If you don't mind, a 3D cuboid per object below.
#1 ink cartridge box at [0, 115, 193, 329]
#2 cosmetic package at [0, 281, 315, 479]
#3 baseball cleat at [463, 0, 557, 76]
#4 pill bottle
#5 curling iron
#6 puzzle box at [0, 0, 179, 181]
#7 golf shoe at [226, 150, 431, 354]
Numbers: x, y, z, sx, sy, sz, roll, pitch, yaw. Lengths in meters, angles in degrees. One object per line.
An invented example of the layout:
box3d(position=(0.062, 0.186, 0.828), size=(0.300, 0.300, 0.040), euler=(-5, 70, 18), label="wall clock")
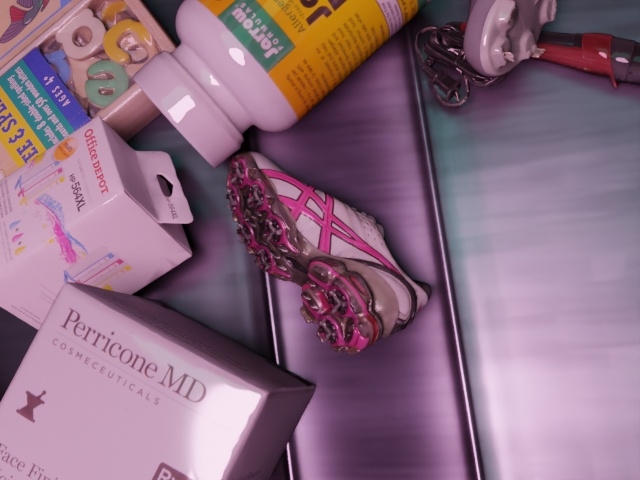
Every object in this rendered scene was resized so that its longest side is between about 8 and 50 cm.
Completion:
box3d(position=(-0.171, -0.013, 0.591), size=(0.143, 0.090, 0.092), euler=(-33, 51, 5), label="ink cartridge box")
box3d(position=(-0.120, 0.145, 0.539), size=(0.151, 0.151, 0.184), euler=(26, 87, 13), label="cosmetic package")
box3d(position=(0.126, -0.201, 0.575), size=(0.109, 0.072, 0.206), euler=(14, 63, 34), label="baseball cleat")
box3d(position=(-0.028, -0.153, 0.576), size=(0.208, 0.117, 0.117), euler=(-42, 76, -1), label="pill bottle")
box3d(position=(0.201, -0.117, 0.572), size=(0.274, 0.035, 0.068), euler=(9, 77, 14), label="curling iron")
box3d(position=(-0.324, -0.206, 0.685), size=(0.272, 0.052, 0.409), euler=(-40, 76, 4), label="puzzle box")
box3d(position=(0.000, 0.000, 0.591), size=(0.086, 0.067, 0.186), euler=(-22, 59, -35), label="golf shoe")
